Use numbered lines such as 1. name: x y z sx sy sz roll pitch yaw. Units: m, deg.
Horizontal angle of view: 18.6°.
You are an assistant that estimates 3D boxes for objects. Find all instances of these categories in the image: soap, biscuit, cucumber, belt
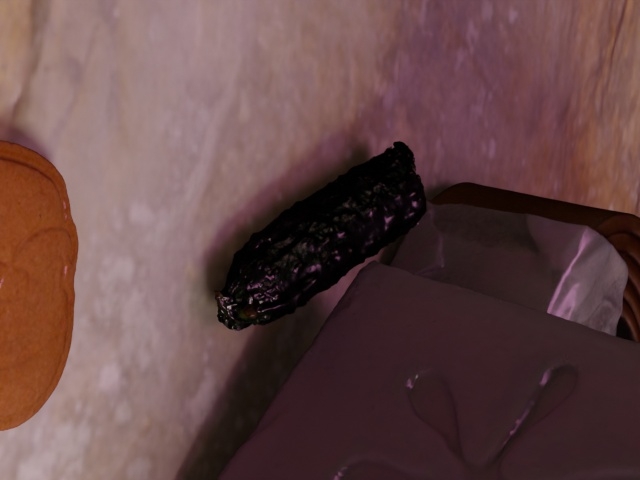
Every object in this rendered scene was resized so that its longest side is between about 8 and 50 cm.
1. soap: 0.072 0.178 0.930 0.296 0.285 0.107 -57 141 -22
2. biscuit: -0.142 0.019 0.854 0.102 0.019 0.130 -14 106 -55
3. cucumber: 0.000 0.000 1.035 0.181 0.053 0.053 -35 123 -45
4. belt: 0.132 0.128 1.192 0.217 0.122 0.339 -36 126 -50
